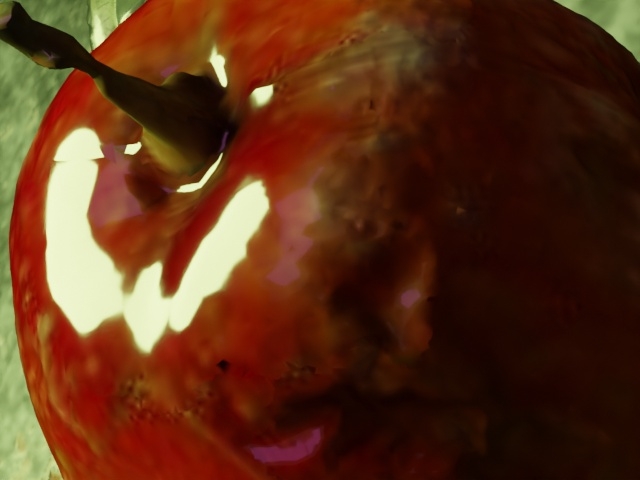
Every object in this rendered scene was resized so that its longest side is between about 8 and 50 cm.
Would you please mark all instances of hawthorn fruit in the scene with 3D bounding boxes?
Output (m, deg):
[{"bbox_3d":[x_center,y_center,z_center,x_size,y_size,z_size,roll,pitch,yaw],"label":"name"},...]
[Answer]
[{"bbox_3d":[0.000,0.000,0.532,0.242,0.272,0.241,-26,42,27],"label":"hawthorn fruit"}]

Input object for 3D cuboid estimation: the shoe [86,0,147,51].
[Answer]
[{"bbox_3d":[-0.057,-0.068,0.781,0.077,0.074,0.194,-14,61,25],"label":"shoe"}]
